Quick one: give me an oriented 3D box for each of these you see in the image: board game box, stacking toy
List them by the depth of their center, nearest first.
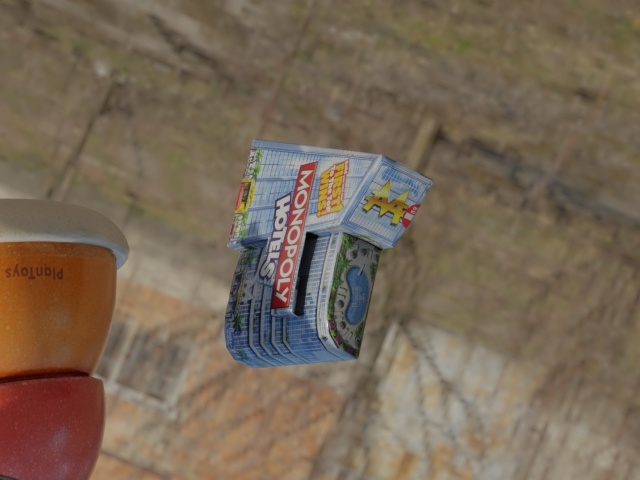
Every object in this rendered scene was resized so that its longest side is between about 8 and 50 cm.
[{"bbox_3d":[0.000,0.000,1.418,0.060,0.194,0.194,24,159,-32],"label":"board game box"},{"bbox_3d":[-0.306,0.221,1.462,0.350,0.480,0.350,-9,169,-2],"label":"stacking toy"}]

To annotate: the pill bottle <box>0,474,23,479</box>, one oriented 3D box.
[{"bbox_3d":[-0.143,0.220,0.928,0.301,0.169,0.169,11,170,26],"label":"pill bottle"}]
